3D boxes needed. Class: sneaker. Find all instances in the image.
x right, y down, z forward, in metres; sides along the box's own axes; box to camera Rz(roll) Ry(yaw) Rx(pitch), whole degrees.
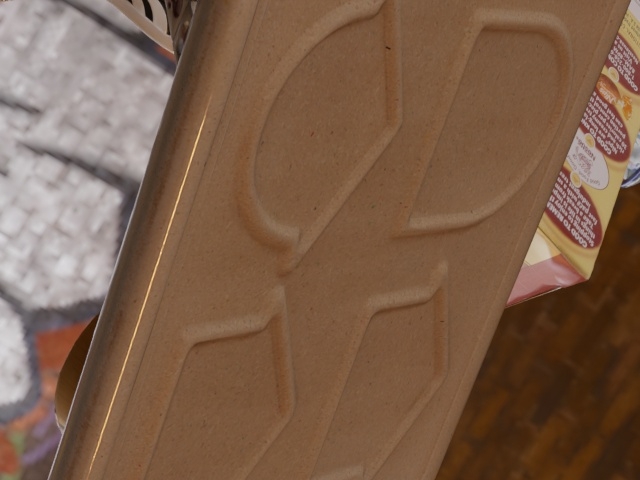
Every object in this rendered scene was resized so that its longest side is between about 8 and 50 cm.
[{"bbox_3d":[-0.160,-0.281,1.710,0.121,0.217,0.079,-52,-171,21],"label":"sneaker"}]

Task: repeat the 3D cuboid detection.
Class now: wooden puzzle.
[{"bbox_3d":[0.000,0.000,0.764,0.348,0.080,0.322,-11,126,-55],"label":"wooden puzzle"}]

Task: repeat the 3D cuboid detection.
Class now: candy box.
[{"bbox_3d":[0.129,-0.083,1.138,0.183,0.087,0.316,-24,-151,43],"label":"candy box"}]

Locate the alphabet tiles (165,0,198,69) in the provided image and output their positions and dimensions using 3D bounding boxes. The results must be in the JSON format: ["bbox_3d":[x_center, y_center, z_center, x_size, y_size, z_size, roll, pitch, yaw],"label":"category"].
[{"bbox_3d":[-0.037,-0.101,0.851,0.198,0.009,0.237,123,-38,-51],"label":"alphabet tiles"}]

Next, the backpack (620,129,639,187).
[{"bbox_3d":[0.247,-0.221,1.480,0.273,0.355,0.290,-62,-175,-26],"label":"backpack"}]
